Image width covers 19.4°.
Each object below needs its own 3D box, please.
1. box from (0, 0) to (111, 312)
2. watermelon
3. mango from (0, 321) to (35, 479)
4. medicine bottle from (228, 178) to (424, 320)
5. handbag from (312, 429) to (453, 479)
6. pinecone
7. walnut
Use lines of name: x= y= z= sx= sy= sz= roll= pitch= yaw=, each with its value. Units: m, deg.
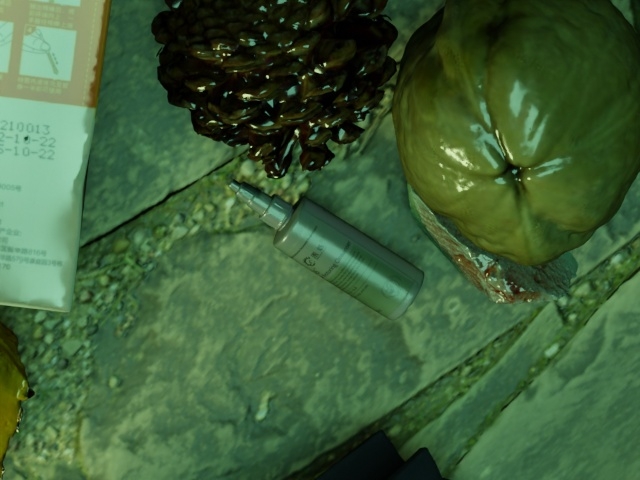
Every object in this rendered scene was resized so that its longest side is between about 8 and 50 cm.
box: x=-0.257 y=-0.136 z=1.583 sx=0.143 sy=0.225 sz=0.341 roll=6 pitch=103 yaw=-8
watermelon: x=0.148 y=0.004 z=1.723 sx=0.180 sy=0.094 sz=0.081 roll=32 pitch=102 yaw=4
mango: x=-0.354 y=0.175 z=1.699 sx=0.154 sy=0.126 sz=0.252 roll=29 pitch=106 yaw=-22
medicine bottle: x=0.000 y=0.000 z=1.720 sx=0.199 sy=0.057 sz=0.057 roll=33 pitch=98 yaw=-12
handbag: x=0.023 y=0.374 z=1.723 sx=0.329 sy=0.122 sz=0.303 roll=-36 pitch=119 yaw=-24
pinecone: x=-0.035 y=-0.161 z=1.614 sx=0.221 sy=0.221 sz=0.221 roll=-1 pitch=103 yaw=-5
walnut: x=0.173 y=-0.105 z=1.603 sx=0.227 sy=0.283 sz=0.283 roll=-14 pitch=104 yaw=16
